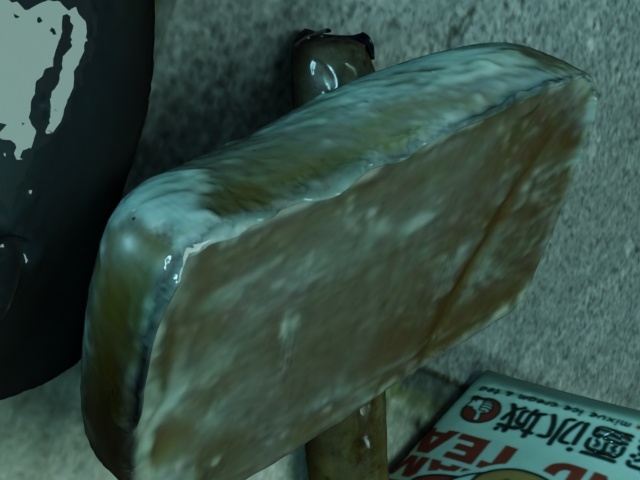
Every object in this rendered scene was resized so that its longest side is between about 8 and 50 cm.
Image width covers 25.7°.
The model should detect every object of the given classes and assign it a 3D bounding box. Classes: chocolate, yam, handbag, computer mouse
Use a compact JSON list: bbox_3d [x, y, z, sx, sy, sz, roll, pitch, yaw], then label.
[{"bbox_3d":[-0.001,-0.002,0.565,0.254,0.080,0.157,-27,146,-37],"label":"chocolate"},{"bbox_3d":[0.010,0.028,0.681,0.046,0.046,0.264,-23,117,-47],"label":"yam"},{"bbox_3d":[0.091,0.214,0.736,0.298,0.171,0.151,-40,130,-40],"label":"handbag"},{"bbox_3d":[-0.116,-0.056,0.473,0.147,0.088,0.264,4,99,-50],"label":"computer mouse"}]
